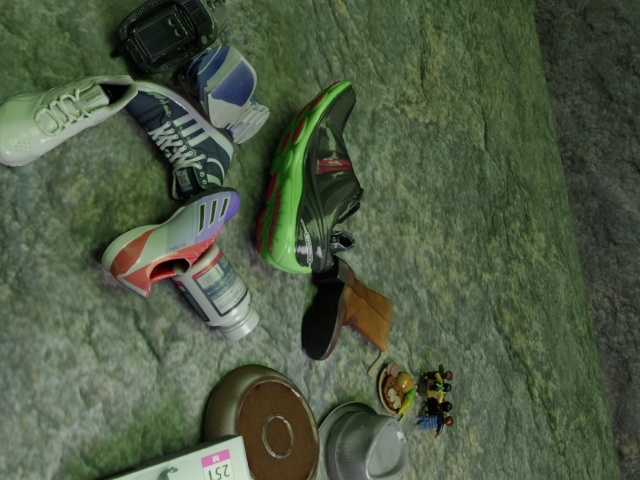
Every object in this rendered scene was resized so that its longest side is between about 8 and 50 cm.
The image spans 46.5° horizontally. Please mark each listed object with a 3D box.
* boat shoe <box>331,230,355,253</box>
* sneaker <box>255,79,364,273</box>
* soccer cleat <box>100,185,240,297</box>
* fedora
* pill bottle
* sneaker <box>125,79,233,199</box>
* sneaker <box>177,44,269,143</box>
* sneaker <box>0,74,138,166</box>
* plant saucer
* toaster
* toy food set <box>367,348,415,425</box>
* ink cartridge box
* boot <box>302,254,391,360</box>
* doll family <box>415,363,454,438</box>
[{"bbox_3d":[0.000,0.000,1.749,0.183,0.083,0.065,2,77,-50],"label":"boat shoe"},{"bbox_3d":[-0.002,-0.141,1.695,0.202,0.185,0.483,24,70,-23],"label":"sneaker"},{"bbox_3d":[-0.250,0.000,1.384,0.116,0.109,0.318,42,45,16],"label":"soccer cleat"},{"bbox_3d":[0.110,0.491,1.700,0.275,0.124,0.244,-18,93,-52],"label":"fedora"},{"bbox_3d":[-0.201,0.103,1.452,0.180,0.107,0.108,58,42,-22],"label":"pill bottle"},{"bbox_3d":[-0.283,-0.181,1.446,0.282,0.099,0.153,36,51,-43],"label":"sneaker"},{"bbox_3d":[-0.219,-0.313,1.491,0.182,0.127,0.315,43,-4,9],"label":"sneaker"},{"bbox_3d":[-0.433,-0.221,1.250,0.297,0.129,0.111,-47,117,-45],"label":"sneaker"},{"bbox_3d":[-0.098,0.397,1.500,0.310,0.050,0.311,30,48,-40],"label":"plant saucer"},{"bbox_3d":[-0.284,-0.417,1.447,0.129,0.226,0.146,58,24,-21],"label":"toaster"},{"bbox_3d":[0.194,0.377,1.907,0.132,0.038,0.192,-46,114,-47],"label":"toy food set"},{"bbox_3d":[-0.239,0.486,1.266,0.275,0.060,0.239,-10,86,-34],"label":"ink cartridge box"},{"bbox_3d":[0.073,0.207,1.802,0.280,0.096,0.264,43,41,-45],"label":"boot"},{"bbox_3d":[0.310,0.425,1.976,0.076,0.111,0.193,13,69,-48],"label":"doll family"}]
